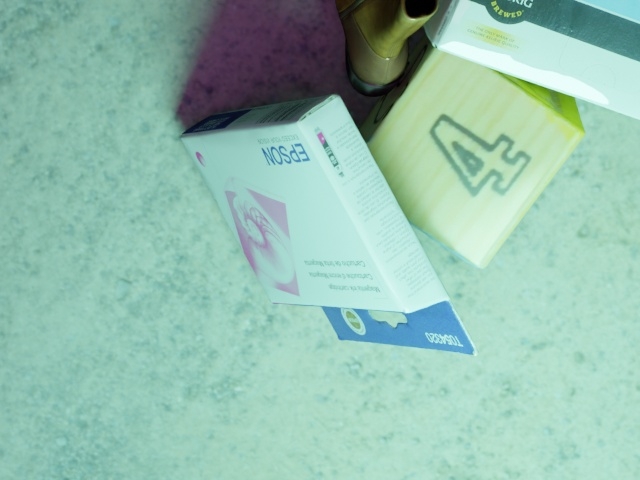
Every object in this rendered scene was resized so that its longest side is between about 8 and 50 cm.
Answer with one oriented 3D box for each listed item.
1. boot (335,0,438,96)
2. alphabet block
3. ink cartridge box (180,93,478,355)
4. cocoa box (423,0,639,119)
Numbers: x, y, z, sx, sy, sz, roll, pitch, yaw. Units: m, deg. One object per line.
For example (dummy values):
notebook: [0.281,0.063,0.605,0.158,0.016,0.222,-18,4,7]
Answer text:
boot: [0.055,-0.310,1.728,0.096,0.280,0.264,0,76,-6]
alphabet block: [0.162,-0.118,1.857,0.193,0.192,0.197,33,107,-8]
ink cartridge box: [0.000,0.000,1.853,0.071,0.324,0.330,-34,104,-23]
cocoa box: [0.300,-0.280,1.738,0.347,0.231,0.228,18,110,-13]
